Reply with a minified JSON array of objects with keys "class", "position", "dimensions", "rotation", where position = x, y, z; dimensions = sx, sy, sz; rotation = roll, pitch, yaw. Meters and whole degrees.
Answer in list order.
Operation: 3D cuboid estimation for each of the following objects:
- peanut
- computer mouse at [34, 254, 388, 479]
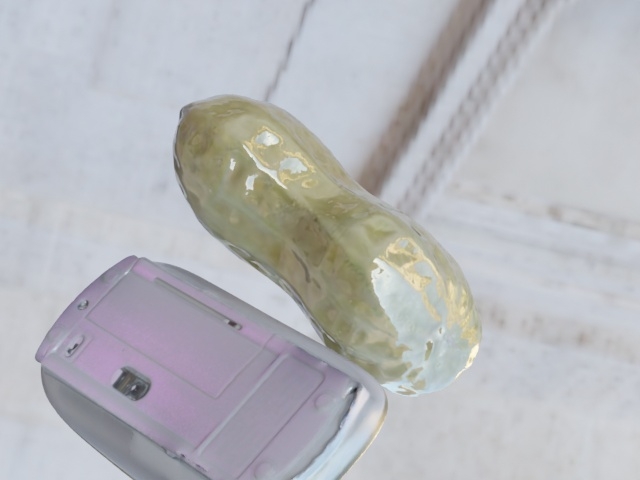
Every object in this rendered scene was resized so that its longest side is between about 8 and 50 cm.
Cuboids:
[{"class":"peanut","position":[0.000,0.000,1.206],"dimensions":[0.111,0.274,0.125],"rotation":[-49,175,-5]},{"class":"computer mouse","position":[-0.065,0.087,0.980],"dimensions":[0.245,0.056,0.126],"rotation":[26,-114,42]}]
